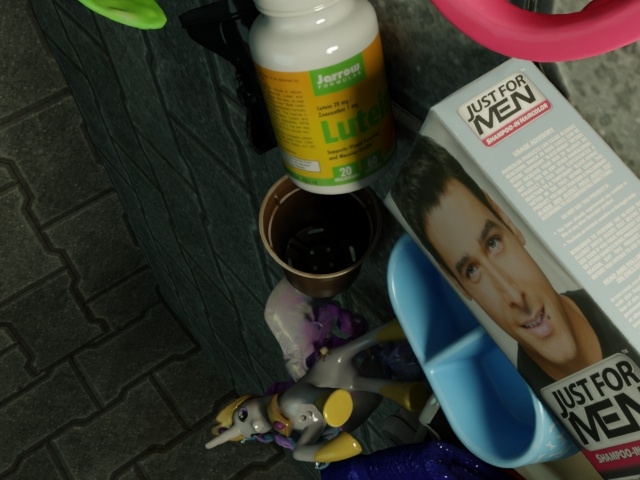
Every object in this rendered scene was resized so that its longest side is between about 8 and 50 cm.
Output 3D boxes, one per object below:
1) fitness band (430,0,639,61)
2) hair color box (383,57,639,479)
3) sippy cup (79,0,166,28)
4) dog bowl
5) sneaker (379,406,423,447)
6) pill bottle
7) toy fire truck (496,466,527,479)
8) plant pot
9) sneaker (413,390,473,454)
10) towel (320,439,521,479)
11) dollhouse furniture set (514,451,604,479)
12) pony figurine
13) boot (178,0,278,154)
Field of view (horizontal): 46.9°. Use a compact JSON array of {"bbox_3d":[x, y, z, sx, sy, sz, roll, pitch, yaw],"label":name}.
[{"bbox_3d":[0.154,-0.218,0.401,0.209,0.054,0.291,51,149,-10],"label":"fitness band"},{"bbox_3d":[0.225,0.045,0.641,0.374,0.113,0.185,53,160,14],"label":"hair color box"},{"bbox_3d":[-0.083,-0.323,0.581,0.305,0.224,0.240,-11,85,36],"label":"sippy cup"},{"bbox_3d":[0.170,0.104,0.792,0.166,0.074,0.297,-47,63,49],"label":"dog bowl"},{"bbox_3d":[0.216,0.369,1.207,0.258,0.091,0.094,48,154,2],"label":"sneaker"},{"bbox_3d":[0.001,-0.183,0.794,0.136,0.136,0.245,39,154,43],"label":"pill bottle"},{"bbox_3d":[0.273,0.370,1.129,0.192,0.047,0.135,43,156,34],"label":"toy fire truck"},{"bbox_3d":[0.000,0.000,1.069,0.167,0.167,0.165,51,168,17],"label":"plant pot"},{"bbox_3d":[0.201,0.257,1.013,0.121,0.079,0.217,27,153,17],"label":"sneaker"},{"bbox_3d":[0.153,0.376,1.065,0.227,0.076,0.308,30,148,-15],"label":"towel"},{"bbox_3d":[0.271,0.353,0.878,0.161,0.212,0.242,38,126,41],"label":"dollhouse furniture set"},{"bbox_3d":[0.012,0.208,1.157,0.363,0.351,0.303,-19,107,51],"label":"pony figurine"},{"bbox_3d":[-0.102,-0.221,0.996,0.246,0.094,0.207,24,134,62],"label":"boot"}]
